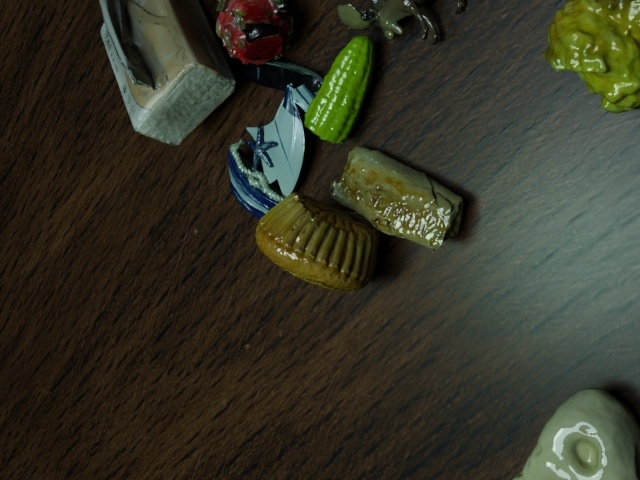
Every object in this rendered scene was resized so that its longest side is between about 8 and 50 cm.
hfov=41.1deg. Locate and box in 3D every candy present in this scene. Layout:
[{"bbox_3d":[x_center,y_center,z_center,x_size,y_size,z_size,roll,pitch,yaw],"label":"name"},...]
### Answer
[{"bbox_3d":[0.044,-0.283,1.588,0.096,0.096,0.209,38,115,30],"label":"candy"}]

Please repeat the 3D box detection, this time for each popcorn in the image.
[{"bbox_3d":[0.419,-0.280,1.228,0.197,0.197,0.155,42,101,28],"label":"popcorn"}]

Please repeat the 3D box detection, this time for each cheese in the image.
[{"bbox_3d":[0.373,0.427,1.375,0.328,0.129,0.351,-19,84,39],"label":"cheese"}]

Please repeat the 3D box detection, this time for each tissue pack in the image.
[{"bbox_3d":[-0.350,-0.393,1.770,0.238,0.238,0.305,-46,55,33],"label":"tissue pack"}]

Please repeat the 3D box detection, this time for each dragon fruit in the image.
[{"bbox_3d":[-0.124,-0.443,1.666,0.166,0.160,0.172,-28,68,32],"label":"dragon fruit"}]

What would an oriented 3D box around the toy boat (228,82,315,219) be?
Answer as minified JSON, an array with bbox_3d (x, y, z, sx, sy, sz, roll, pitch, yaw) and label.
[{"bbox_3d":[-0.106,-0.183,1.732,0.210,0.070,0.292,19,112,33],"label":"toy boat"}]

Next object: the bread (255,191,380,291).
[{"bbox_3d":[-0.003,0.003,1.577,0.240,0.240,0.139,33,105,32],"label":"bread"}]

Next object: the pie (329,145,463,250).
[{"bbox_3d":[0.134,-0.078,1.553,0.282,0.068,0.129,30,102,35],"label":"pie"}]

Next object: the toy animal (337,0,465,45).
[{"bbox_3d":[0.148,-0.422,1.499,0.186,0.093,0.214,50,116,18],"label":"toy animal"}]

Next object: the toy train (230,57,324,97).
[{"bbox_3d":[-0.073,-0.330,1.712,0.252,0.048,0.055,22,119,30],"label":"toy train"}]
